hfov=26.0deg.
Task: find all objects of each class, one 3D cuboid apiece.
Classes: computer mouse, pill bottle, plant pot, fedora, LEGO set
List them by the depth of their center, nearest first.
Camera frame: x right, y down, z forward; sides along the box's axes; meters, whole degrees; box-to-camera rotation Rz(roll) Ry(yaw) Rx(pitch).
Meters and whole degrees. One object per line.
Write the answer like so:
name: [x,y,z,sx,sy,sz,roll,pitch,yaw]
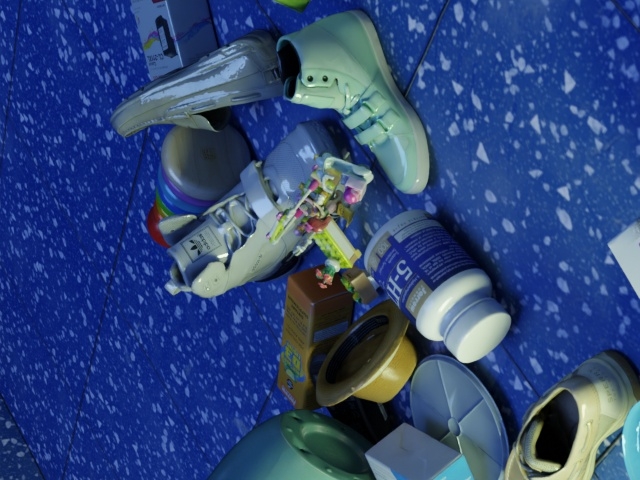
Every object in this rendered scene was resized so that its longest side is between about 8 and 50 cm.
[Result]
pill bottle: [0.149,0.059,1.732,0.187,0.112,0.112,49,144,33]
LEGO set: [0.000,0.000,1.858,0.132,0.107,0.287,25,147,22]
fedora: [0.076,0.170,1.914,0.079,0.194,0.194,40,155,-16]
plant pot: [-0.030,0.385,1.972,0.293,0.293,0.235,43,112,39]
computer mouse: [0.053,0.279,2.082,0.184,0.060,0.262,-23,99,56]

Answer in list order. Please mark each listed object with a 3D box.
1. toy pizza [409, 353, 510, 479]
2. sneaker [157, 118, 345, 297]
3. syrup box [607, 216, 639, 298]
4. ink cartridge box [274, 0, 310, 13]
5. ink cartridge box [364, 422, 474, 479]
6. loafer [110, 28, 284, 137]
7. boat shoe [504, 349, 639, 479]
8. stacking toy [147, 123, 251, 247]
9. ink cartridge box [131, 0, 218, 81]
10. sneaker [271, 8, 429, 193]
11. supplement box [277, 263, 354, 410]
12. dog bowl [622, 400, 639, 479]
toy pizza: [0.191,0.245,1.852,0.201,0.032,0.201,34,134,45]
sneaker: [-0.104,-0.028,2.002,0.137,0.210,0.366,59,149,18]
syrup box: [0.384,-0.019,1.306,0.093,0.096,0.237,62,149,14]
ink cartridge box: [-0.033,-0.450,1.758,0.189,0.097,0.255,46,108,31]
ink cartridge box: [0.162,0.372,1.872,0.134,0.078,0.231,22,142,54]
loafer: [-0.183,-0.207,2.050,0.319,0.112,0.111,-19,102,38]
boat shoe: [0.273,0.240,1.642,0.109,0.098,0.302,56,148,24]
stacking toy: [-0.216,-0.070,2.263,0.141,0.141,0.330,63,155,14]
ink cartridge box: [-0.227,-0.330,2.168,0.127,0.072,0.175,2,109,58]
sneaker: [0.031,-0.159,1.758,0.094,0.151,0.256,-35,78,58]
supplement box: [-0.009,0.151,2.086,0.078,0.080,0.233,46,145,40]
dog bowl: [0.438,0.253,1.401,0.297,0.074,0.166,32,133,47]
